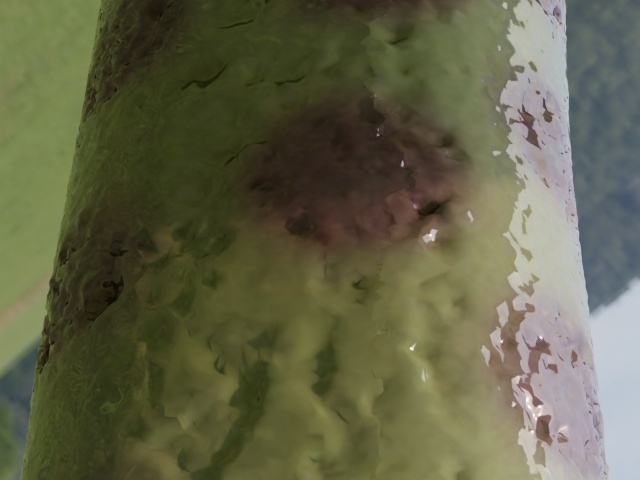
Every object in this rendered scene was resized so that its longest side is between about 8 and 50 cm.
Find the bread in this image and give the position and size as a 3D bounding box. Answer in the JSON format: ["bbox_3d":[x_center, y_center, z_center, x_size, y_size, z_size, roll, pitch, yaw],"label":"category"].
[{"bbox_3d":[0.000,0.000,0.620,0.187,0.155,0.338,-3,-131,7],"label":"bread"}]
